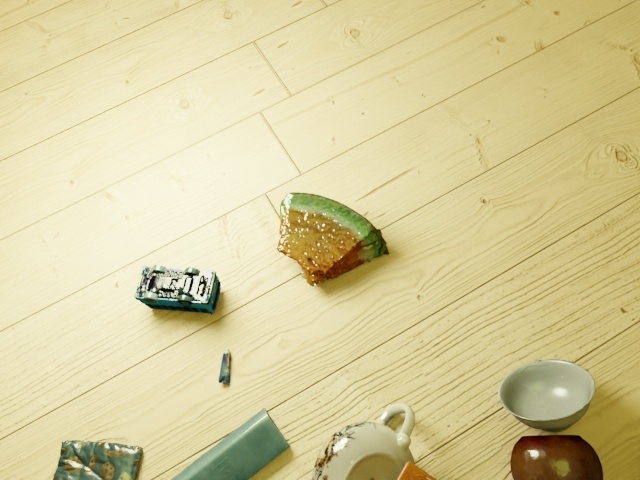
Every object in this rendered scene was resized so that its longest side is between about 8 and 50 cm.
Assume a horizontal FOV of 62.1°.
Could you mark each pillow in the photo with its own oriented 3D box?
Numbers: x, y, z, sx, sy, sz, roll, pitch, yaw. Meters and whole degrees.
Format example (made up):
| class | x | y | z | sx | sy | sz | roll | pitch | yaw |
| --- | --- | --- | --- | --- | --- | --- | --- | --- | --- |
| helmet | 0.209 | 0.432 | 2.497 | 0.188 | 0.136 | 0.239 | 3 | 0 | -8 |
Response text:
| class | x | y | z | sx | sy | sz | roll | pitch | yaw |
| --- | --- | --- | --- | --- | --- | --- | --- | --- | --- |
| pillow | -0.488 | 0.558 | 1.117 | 0.189 | 0.034 | 0.255 | 2 | 66 | 5 |

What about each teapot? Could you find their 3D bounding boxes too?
| class | x | y | z | sx | sy | sz | roll | pitch | yaw |
| --- | --- | --- | --- | --- | --- | --- | --- | --- | --- |
| teapot | 0.098 | 0.458 | 1.068 | 0.208 | 0.166 | 0.299 | 43 | 65 | 2 |

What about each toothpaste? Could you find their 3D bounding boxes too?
| class | x | y | z | sx | sy | sz | roll | pitch | yaw |
| --- | --- | --- | --- | --- | --- | --- | --- | --- | --- |
| toothpaste | -0.218 | 0.290 | 1.226 | 0.027 | 0.019 | 0.083 | 10 | 66 | -17 |

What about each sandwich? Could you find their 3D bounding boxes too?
| class | x | y | z | sx | sy | sz | roll | pitch | yaw |
| --- | --- | --- | --- | --- | --- | --- | --- | --- | --- |
| sandwich | -0.002 | -0.013 | 1.295 | 0.292 | 0.109 | 0.212 | 42 | 74 | 19 |

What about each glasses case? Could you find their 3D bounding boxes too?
| class | x | y | z | sx | sy | sz | roll | pitch | yaw |
| --- | --- | --- | --- | --- | --- | --- | --- | --- | --- |
| glasses case | -0.202 | 0.475 | 1.121 | 0.266 | 0.056 | 0.105 | -36 | 68 | -11 |

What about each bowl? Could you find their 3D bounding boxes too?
| class | x | y | z | sx | sy | sz | roll | pitch | yaw |
| --- | --- | --- | --- | --- | --- | --- | --- | --- | --- |
| bowl | 0.475 | 0.336 | 1.099 | 0.189 | 0.189 | 0.086 | -26 | 109 | -7 |

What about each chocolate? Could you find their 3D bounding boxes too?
| class | x | y | z | sx | sy | sz | roll | pitch | yaw |
| --- | --- | --- | --- | --- | --- | --- | --- | --- | --- |
| chocolate | 0.457 | 0.459 | 1.024 | 0.177 | 0.176 | 0.176 | -2 | 66 | 4 |

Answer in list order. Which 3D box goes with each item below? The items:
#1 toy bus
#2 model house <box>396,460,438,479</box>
| class | x | y | z | sx | sy | sz | roll | pitch | yaw |
| --- | --- | --- | --- | --- | --- | --- | --- | --- | --- |
| toy bus | -0.330 | 0.118 | 1.263 | 0.185 | 0.106 | 0.090 | 3 | 63 | 12 |
| model house | 0.179 | 0.467 | 0.921 | 0.208 | 0.219 | 0.135 | -14 | 89 | 24 |
